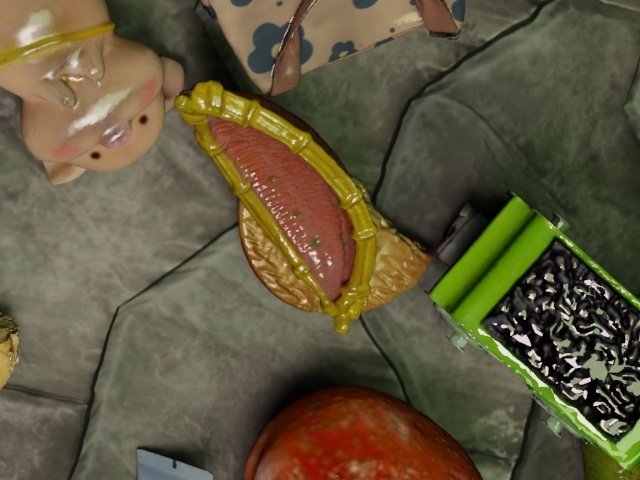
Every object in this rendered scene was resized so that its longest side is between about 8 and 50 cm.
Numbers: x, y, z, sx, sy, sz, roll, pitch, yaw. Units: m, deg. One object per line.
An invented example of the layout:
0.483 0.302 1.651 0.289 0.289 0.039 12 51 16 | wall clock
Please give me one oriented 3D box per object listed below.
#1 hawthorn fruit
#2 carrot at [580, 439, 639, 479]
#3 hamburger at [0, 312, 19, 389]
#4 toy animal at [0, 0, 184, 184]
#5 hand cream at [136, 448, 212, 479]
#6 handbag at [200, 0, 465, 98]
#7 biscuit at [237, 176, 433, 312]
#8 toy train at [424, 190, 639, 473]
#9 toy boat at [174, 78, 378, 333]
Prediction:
0.030 0.289 1.800 0.284 0.284 0.284 -6 108 -18 | hawthorn fruit
0.313 0.193 1.968 0.074 0.074 0.358 -15 109 -15 | carrot
-0.363 0.140 1.700 0.176 0.087 0.102 -25 125 -20 | hamburger
-0.240 -0.166 1.617 0.165 0.149 0.248 -29 122 8 | toy animal
-0.164 0.350 1.842 0.058 0.091 0.271 -19 120 -59 | hand cream
0.001 -0.262 1.654 0.251 0.190 0.193 -19 118 -5 | handbag
0.000 0.000 1.812 0.224 0.033 0.144 36 91 -23 | biscuit
0.239 0.087 1.785 0.307 0.249 0.173 42 93 3 | toy train
-0.032 -0.049 1.699 0.318 0.141 0.099 55 44 -34 | toy boat
